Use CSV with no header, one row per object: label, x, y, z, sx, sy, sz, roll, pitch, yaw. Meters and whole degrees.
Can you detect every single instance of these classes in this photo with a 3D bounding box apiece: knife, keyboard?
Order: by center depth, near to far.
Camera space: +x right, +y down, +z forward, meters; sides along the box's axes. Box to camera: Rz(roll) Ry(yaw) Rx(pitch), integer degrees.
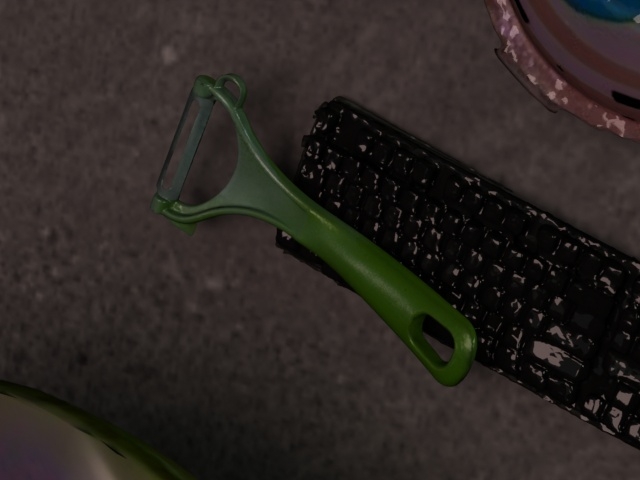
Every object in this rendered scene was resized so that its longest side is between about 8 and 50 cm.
keyboard,0.080,0.022,0.719,0.231,0.023,0.072,29,108,23
knife,0.002,-0.001,0.734,0.166,0.022,0.078,36,128,22

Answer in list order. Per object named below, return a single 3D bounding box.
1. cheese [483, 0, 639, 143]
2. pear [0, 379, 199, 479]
cheese,0.115,-0.152,0.661,0.189,0.074,0.286,-39,74,22
pear,-0.115,0.236,0.752,0.398,0.165,0.399,2,94,27
